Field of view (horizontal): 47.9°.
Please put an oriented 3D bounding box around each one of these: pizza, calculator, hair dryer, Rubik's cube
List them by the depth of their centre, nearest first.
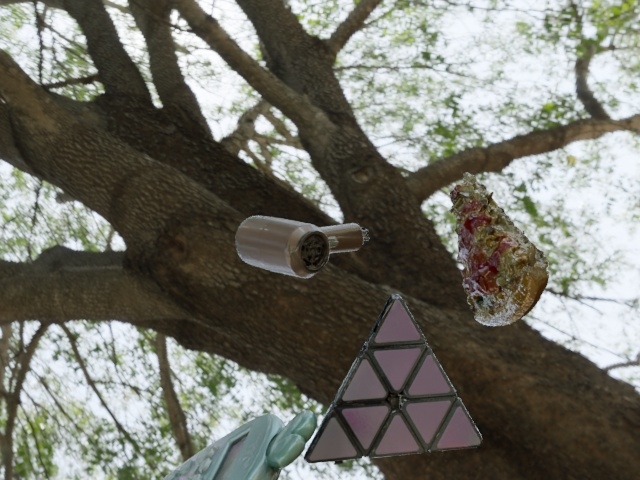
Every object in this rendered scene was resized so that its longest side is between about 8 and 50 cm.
[{"bbox_3d":[-0.121,0.272,0.778,0.295,0.184,0.042,-34,-81,20],"label":"calculator"},{"bbox_3d":[0.105,0.146,0.829,0.211,0.190,0.178,-58,-23,-61],"label":"Rubik's cube"},{"bbox_3d":[0.196,0.005,0.876,0.062,0.199,0.188,-12,-24,-14],"label":"pizza"},{"bbox_3d":[0.000,0.000,0.880,0.181,0.117,0.064,-8,-78,-42],"label":"hair dryer"}]
